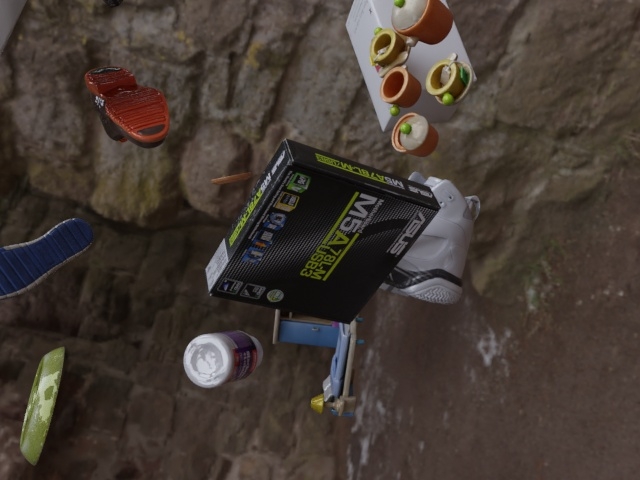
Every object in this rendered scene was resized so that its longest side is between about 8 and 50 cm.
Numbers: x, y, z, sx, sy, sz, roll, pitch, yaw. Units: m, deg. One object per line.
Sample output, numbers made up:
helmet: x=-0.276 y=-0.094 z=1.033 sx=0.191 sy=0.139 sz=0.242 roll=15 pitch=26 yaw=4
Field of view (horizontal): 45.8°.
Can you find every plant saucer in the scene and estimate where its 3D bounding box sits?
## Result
plant saucer: x=-0.569 y=0.331 z=1.538 sx=0.241 sy=0.037 sz=0.240 roll=-50 pitch=32 yaw=47
plant saucer: x=-0.184 y=-0.126 z=1.565 sx=0.083 sy=0.084 sz=0.013 roll=-152 pitch=50 yaw=-83

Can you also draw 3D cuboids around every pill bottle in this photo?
pill bottle: x=-0.193 y=0.242 z=1.576 sx=0.193 sy=0.108 sz=0.108 roll=9 pitch=-84 yaw=-71

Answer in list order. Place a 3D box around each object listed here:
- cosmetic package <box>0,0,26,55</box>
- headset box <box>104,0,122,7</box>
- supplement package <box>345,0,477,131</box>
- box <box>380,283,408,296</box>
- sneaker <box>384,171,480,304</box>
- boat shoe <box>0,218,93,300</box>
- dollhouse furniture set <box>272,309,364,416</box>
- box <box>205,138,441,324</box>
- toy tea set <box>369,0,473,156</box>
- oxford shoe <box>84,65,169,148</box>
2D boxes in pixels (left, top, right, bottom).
cosmetic package: x=-0.500 y=-0.392 z=1.128 sx=0.377 sy=0.098 sz=0.284 roll=-61 pitch=33 yaw=8
headset box: x=-0.364 y=-0.452 z=1.297 sx=0.032 sy=0.083 sz=0.062 roll=5 pitch=57 yaw=47
supplement package: x=0.193 y=-0.419 z=1.679 sx=0.177 sy=0.176 sz=0.292 roll=117 pitch=138 yaw=-66
box: x=0.134 y=0.031 z=1.494 sx=0.145 sy=0.186 sz=0.038 roll=-53 pitch=30 yaw=33
sneaker: x=0.114 y=-0.029 z=1.313 sx=0.137 sy=0.366 sz=0.210 roll=30 pitch=102 yaw=66
boat shoe: x=-0.390 y=0.036 z=1.017 sx=0.183 sy=0.066 sz=0.066 roll=-30 pitch=-3 yaw=-36
dollhouse furniture set: x=-0.007 y=0.196 z=1.694 sx=0.303 sy=0.198 sz=0.286 roll=-87 pitch=4 yaw=-68
box: x=0.000 y=0.000 z=0.801 sx=0.190 sy=0.184 sz=0.045 roll=-55 pitch=33 yaw=30
toy tea set: x=0.163 y=-0.319 z=1.396 sx=0.200 sy=0.124 sz=0.335 roll=-36 pitch=51 yaw=35
oxford shoe: x=-0.316 y=-0.206 z=1.273 sx=0.271 sy=0.097 sz=0.098 roll=47 pitch=146 yaw=47
